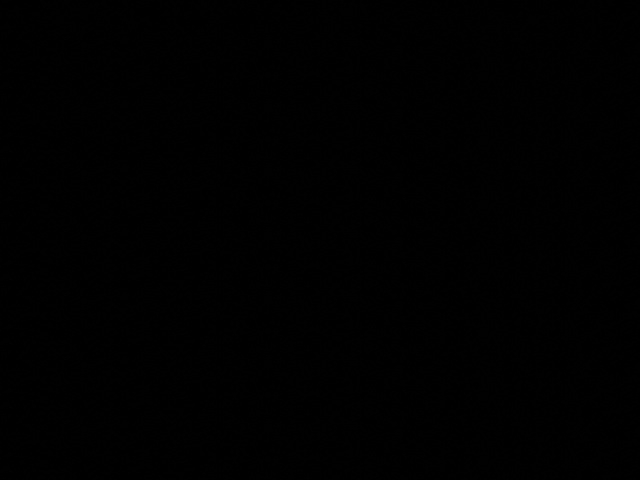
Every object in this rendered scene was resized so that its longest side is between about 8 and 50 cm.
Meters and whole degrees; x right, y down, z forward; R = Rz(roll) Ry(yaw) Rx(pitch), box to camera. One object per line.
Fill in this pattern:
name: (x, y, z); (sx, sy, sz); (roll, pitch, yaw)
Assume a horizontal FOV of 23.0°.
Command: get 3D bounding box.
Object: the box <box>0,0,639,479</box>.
box: (0.031, -0.077, 0.181); (0.471, 0.297, 0.480); (-8, 160, -28)
